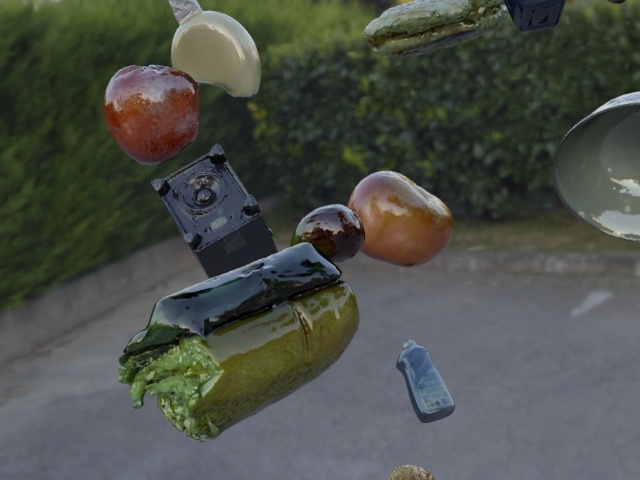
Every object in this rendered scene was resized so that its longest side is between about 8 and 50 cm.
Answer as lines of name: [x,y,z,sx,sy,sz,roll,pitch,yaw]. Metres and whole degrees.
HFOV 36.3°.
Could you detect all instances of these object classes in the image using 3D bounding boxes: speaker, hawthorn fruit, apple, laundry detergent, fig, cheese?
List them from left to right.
hawthorn fruit: [-0.282,-0.211,1.642,0.173,0.173,0.173,-7,9,1]
cheese: [-0.196,-0.367,1.719,0.163,0.249,0.071,-6,12,23]
speaker: [-0.228,-0.045,2.186,0.184,0.232,0.254,-31,-32,-8]
fig: [0.000,0.000,1.691,0.154,0.109,0.103,-32,37,16]
apple: [0.159,-0.036,2.015,0.235,0.173,0.210,30,12,-16]
laundry detergent: [0.239,0.323,2.302,0.096,0.206,0.061,-13,-31,-15]

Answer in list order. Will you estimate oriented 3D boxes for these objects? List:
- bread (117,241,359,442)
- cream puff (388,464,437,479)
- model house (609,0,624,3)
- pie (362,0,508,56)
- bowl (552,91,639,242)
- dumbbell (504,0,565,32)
bread: [-0.109,0.162,1.560,0.376,0.208,0.251,-25,-22,-34]
cream puff: [0.146,0.430,1.581,0.119,0.133,0.104,7,-12,11]
model house: [0.368,-0.426,1.243,0.141,0.203,0.164,-2,-21,8]
pie: [0.187,-0.355,1.598,0.248,0.090,0.201,-12,15,19]
bowl: [0.597,-0.164,1.764,0.337,0.337,0.157,-2,46,25]
dumbbell: [0.431,-0.409,1.436,0.325,0.144,0.160,-9,41,1]
